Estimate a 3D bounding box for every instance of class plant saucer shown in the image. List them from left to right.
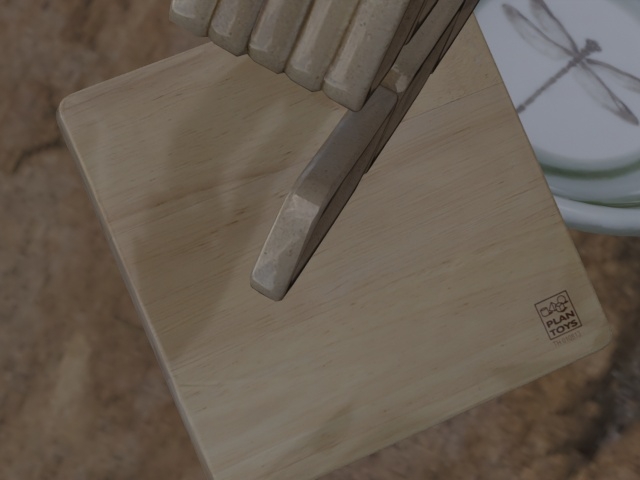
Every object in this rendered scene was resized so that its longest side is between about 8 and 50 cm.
[{"bbox_3d":[0.218,-0.157,1.556,0.100,0.400,0.400,113,152,-55],"label":"plant saucer"}]

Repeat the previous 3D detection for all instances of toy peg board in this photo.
[{"bbox_3d":[0.000,0.000,0.693,0.161,0.079,0.160,-22,87,-15],"label":"toy peg board"}]

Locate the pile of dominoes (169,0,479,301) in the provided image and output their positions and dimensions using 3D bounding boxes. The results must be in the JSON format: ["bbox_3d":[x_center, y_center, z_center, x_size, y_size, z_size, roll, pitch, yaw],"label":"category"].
[{"bbox_3d":[0.041,-0.117,0.395,0.040,0.251,0.196,27,125,4],"label":"pile of dominoes"}]
